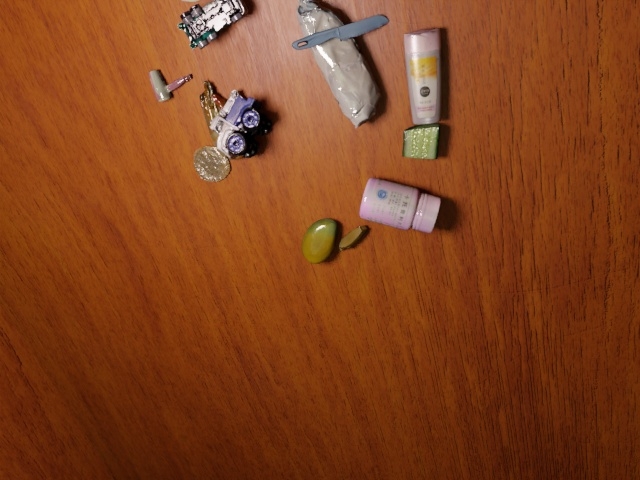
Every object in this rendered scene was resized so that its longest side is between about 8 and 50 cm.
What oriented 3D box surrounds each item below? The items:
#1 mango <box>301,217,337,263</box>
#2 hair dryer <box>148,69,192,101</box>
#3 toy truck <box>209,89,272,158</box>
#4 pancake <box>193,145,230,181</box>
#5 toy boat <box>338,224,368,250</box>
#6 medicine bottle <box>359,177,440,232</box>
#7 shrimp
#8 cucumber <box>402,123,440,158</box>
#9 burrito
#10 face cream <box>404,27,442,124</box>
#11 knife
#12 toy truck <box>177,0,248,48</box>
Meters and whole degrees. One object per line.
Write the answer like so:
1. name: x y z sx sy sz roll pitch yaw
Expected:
1. mango: 0.000 0.000 1.755 0.130 0.092 0.195 35 117 -3
2. hair dryer: -0.523 -0.560 1.634 0.154 0.054 0.106 -11 110 10
3. toy truck: -0.281 -0.390 1.568 0.176 0.161 0.213 32 99 2
4. pancake: -0.412 -0.290 1.754 0.151 0.025 0.152 7 118 13
5. toy boat: 0.120 -0.008 1.742 0.149 0.048 0.047 -42 70 32
6. medicine bottle: 0.270 -0.117 1.580 0.254 0.152 0.152 15 121 9
7. shrimp: -0.342 -0.430 1.643 0.153 0.062 0.295 -20 114 11
8. cucumber: 0.330 -0.323 1.503 0.116 0.062 0.115 8 118 20
9. burrito: 0.053 -0.569 1.422 0.138 0.101 0.446 -30 106 5
10. face cream: 0.316 -0.496 1.407 0.107 0.073 0.270 -5 115 9
11. knife: 0.063 -0.609 1.356 0.312 0.019 0.045 -22 115 -10
12. toy truck: -0.334 -0.702 1.460 0.215 0.116 0.110 -26 109 19
